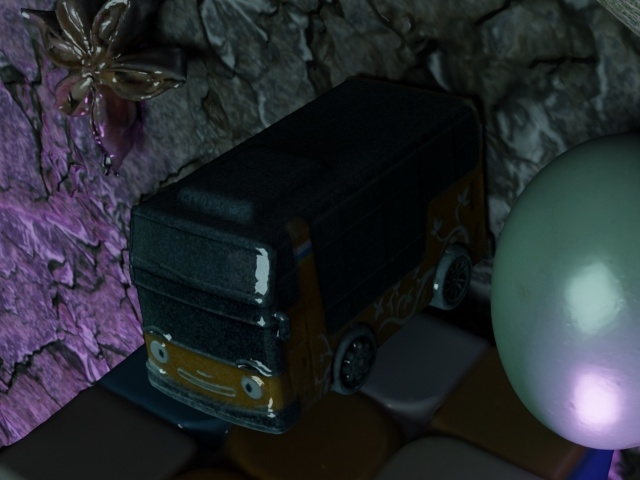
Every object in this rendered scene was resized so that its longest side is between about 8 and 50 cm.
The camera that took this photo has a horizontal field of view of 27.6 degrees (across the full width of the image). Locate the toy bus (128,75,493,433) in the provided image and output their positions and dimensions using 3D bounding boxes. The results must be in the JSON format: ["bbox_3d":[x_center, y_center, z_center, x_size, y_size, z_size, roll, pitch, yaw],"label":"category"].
[{"bbox_3d":[0.000,0.000,0.933,0.138,0.275,0.167,16,127,34],"label":"toy bus"}]

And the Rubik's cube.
[{"bbox_3d":[-0.007,0.269,1.017,0.344,0.347,0.346,24,133,27],"label":"Rubik's cube"}]

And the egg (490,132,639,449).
[{"bbox_3d":[0.197,0.037,0.860,0.168,0.168,0.231,23,131,29],"label":"egg"}]

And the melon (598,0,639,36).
[{"bbox_3d":[0.222,-0.179,0.674,0.288,0.182,0.182,45,139,10],"label":"melon"}]

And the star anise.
[{"bbox_3d":[-0.191,-0.169,1.154,0.172,0.063,0.208,54,143,4],"label":"star anise"}]
